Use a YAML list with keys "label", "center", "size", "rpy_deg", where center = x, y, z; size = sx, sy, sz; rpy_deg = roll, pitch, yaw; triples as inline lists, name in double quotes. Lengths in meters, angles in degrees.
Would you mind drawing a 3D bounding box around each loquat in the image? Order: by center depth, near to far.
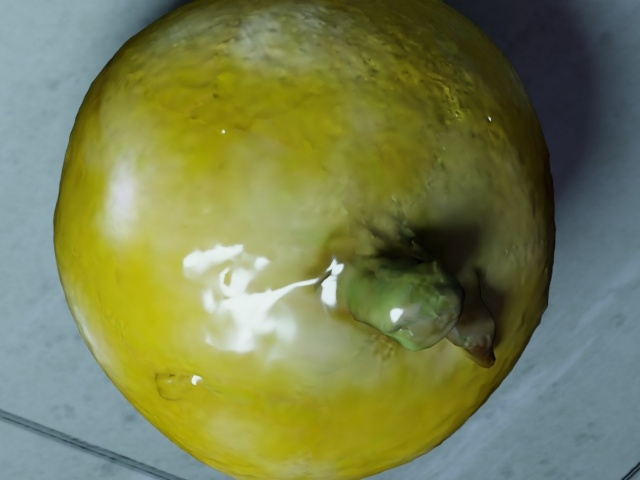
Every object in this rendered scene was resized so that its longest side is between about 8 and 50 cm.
- label: "loquat"
  center: [0.000, 0.000, 1.143]
  size: [0.328, 0.359, 0.328]
  rpy_deg: [-5, 107, -17]
